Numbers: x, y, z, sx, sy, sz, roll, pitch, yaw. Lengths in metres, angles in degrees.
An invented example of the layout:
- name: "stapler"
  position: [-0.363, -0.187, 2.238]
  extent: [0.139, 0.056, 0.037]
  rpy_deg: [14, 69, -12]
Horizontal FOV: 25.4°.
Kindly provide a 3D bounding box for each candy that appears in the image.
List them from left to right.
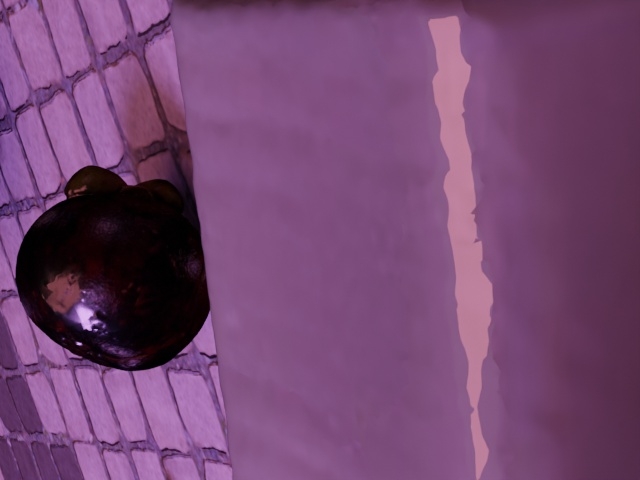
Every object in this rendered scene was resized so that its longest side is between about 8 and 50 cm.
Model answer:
- name: "candy"
  position: [0.064, 0.066, 0.531]
  extent: [0.208, 0.145, 0.359]
  rpy_deg: [17, 117, 54]

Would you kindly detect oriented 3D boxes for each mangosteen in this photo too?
- name: "mangosteen"
  position: [-0.145, 0.018, 1.036]
  extent: [0.152, 0.152, 0.152]
  rpy_deg: [39, 139, 44]
